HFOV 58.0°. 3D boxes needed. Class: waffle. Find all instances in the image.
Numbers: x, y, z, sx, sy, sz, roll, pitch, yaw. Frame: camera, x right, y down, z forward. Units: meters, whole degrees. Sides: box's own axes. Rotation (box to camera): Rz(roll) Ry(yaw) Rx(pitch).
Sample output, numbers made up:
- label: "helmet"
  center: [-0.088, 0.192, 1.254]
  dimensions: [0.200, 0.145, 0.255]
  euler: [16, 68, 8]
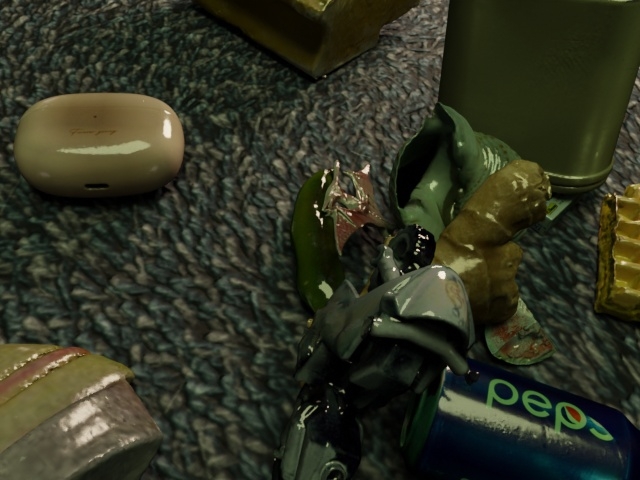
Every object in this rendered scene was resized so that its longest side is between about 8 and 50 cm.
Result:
- label: "waffle"
  center: [0.463, 0.028, 0.716]
  dimensions: [0.218, 0.057, 0.229]
  euler: [20, 51, 9]

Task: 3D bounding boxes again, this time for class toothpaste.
- label: "toothpaste"
  center: [0.334, -0.071, 0.792]
  dimensions: [0.164, 0.034, 0.046]
  euler: [-36, 64, -30]

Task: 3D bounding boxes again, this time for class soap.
- label: "soap"
  center: [-0.029, -0.464, 0.976]
  dimensions: [0.338, 0.169, 0.304]
  euler: [38, 57, 19]

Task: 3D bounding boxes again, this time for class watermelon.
- label: "watermelon"
  center: [0.218, 0.091, 0.630]
  dimensions: [0.085, 0.061, 0.085]
  euler: [7, 64, -13]

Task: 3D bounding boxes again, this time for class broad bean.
- label: "broad bean"
  center: [-0.004, -0.001, 0.686]
  dimensions: [0.065, 0.046, 0.255]
  euler: [11, 49, -15]

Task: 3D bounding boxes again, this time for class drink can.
- label: "drink can"
  center: [0.180, 0.182, 0.519]
  dimensions: [0.204, 0.118, 0.118]
  euler: [17, 52, 7]

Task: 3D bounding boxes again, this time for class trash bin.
- label: "trash bin"
  center: [0.266, -0.204, 0.730]
  dimensions: [0.243, 0.248, 0.121]
  euler: [15, 44, 22]

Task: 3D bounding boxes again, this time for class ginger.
- label: "ginger"
  center: [0.113, 0.051, 0.601]
  dimensions: [0.333, 0.148, 0.081]
  euler: [-31, 25, -6]

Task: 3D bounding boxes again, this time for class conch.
- label: "conch"
  center: [0.159, -0.064, 0.697]
  dimensions: [0.172, 0.131, 0.200]
  euler: [-33, 99, -1]

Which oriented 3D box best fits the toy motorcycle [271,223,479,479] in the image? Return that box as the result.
- label: "toy motorcycle"
  center: [0.041, 0.111, 0.481]
  dimensions: [0.106, 0.159, 0.271]
  euler: [29, 86, -18]

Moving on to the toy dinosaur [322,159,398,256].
- label: "toy dinosaur"
  center: [0.048, -0.040, 0.705]
  dimensions: [0.108, 0.032, 0.220]
  euler: [35, 32, -8]

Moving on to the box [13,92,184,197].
- label: "box"
  center: [-0.272, -0.120, 0.719]
  dimensions: [0.200, 0.088, 0.146]
  euler: [-2, 53, -10]

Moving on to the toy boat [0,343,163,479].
- label: "toy boat"
  center: [-0.286, 0.170, 0.483]
  dimensions: [0.275, 0.111, 0.293]
  euler: [-24, 48, -32]
